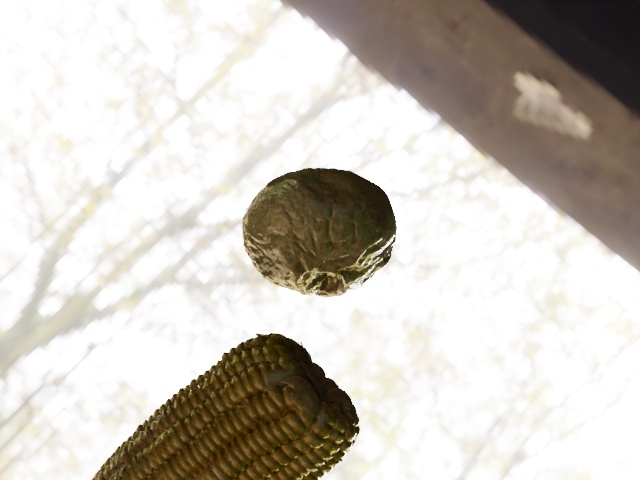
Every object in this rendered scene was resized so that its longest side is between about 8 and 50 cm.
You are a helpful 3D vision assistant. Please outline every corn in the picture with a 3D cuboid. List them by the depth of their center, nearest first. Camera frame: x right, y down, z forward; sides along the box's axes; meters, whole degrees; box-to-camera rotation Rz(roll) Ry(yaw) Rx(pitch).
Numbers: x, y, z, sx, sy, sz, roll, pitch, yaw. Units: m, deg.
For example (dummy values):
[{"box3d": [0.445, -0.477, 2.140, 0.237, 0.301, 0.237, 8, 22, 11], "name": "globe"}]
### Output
[{"box3d": [-0.059, 0.122, 0.932, 0.085, 0.165, 0.063, 41, 18, -19], "name": "corn"}]

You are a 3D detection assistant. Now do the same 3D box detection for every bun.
[{"box3d": [0.000, 0.000, 1.280, 0.115, 0.069, 0.115, -4, -37, -3], "name": "bun"}]
